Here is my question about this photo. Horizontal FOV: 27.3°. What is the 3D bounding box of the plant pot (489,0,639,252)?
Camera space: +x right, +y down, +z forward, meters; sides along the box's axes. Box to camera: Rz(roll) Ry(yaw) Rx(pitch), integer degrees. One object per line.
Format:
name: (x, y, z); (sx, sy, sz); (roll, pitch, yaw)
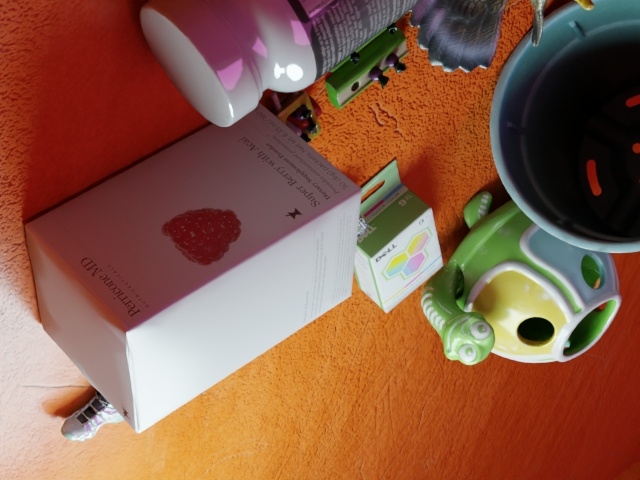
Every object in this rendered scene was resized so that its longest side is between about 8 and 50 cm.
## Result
plant pot: (0.441, -0.137, 1.808); (0.341, 0.341, 0.334); (-53, 158, 9)

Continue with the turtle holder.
turtle holder: (0.297, 0.060, 1.924); (0.243, 0.227, 0.320); (-56, 151, 15)

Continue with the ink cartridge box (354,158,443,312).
ink cartridge box: (0.094, -0.002, 1.744); (0.109, 0.062, 0.209); (-40, 150, -13)

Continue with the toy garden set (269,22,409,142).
toy garden set: (0.013, -0.211, 1.393); (0.204, 0.049, 0.244); (-40, 150, -15)

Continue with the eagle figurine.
eagle figurine: (0.242, -0.335, 1.463); (0.226, 0.225, 0.298); (26, 145, -21)

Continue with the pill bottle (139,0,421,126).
pill bottle: (-0.017, -0.236, 1.203); (0.278, 0.162, 0.162); (-39, 150, -17)

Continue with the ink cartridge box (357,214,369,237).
ink cartridge box: (0.000, 0.000, 1.630); (0.115, 0.029, 0.063); (-46, 127, -6)

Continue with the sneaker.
sneaker: (-0.258, 0.188, 1.527); (0.098, 0.038, 0.069); (-28, 145, -49)

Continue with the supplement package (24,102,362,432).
supplement package: (-0.126, 0.022, 1.355); (0.293, 0.177, 0.175); (-32, 148, -28)
